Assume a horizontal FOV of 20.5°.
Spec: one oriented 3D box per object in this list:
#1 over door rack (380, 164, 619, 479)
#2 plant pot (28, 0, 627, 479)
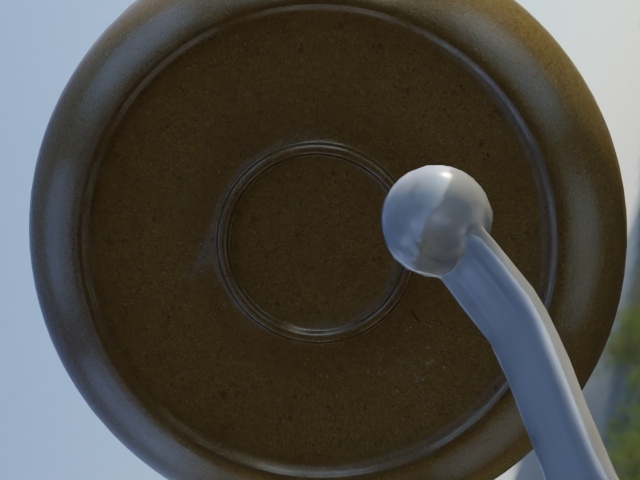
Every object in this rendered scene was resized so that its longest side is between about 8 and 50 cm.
[{"bbox_3d":[-0.020,0.011,0.296,0.108,0.324,0.239,-86,20,-49],"label":"over door rack"},{"bbox_3d":[0.000,0.000,0.683,0.032,0.236,0.236,-55,-14,-82],"label":"plant pot"}]
